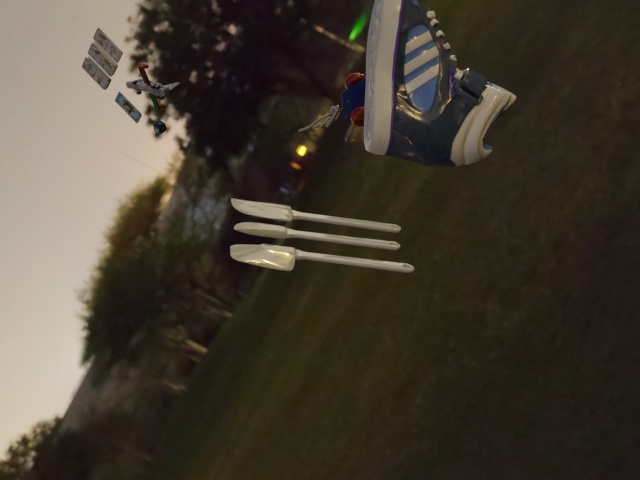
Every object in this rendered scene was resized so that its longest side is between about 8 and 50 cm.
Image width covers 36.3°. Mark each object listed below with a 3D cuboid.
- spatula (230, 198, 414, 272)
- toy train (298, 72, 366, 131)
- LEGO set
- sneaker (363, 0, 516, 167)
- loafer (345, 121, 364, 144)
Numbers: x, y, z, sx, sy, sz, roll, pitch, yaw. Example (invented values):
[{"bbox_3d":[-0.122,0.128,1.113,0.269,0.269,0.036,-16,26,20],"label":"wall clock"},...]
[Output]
[{"bbox_3d":[0.000,0.000,1.300,0.168,0.242,0.019,-102,22,-64],"label":"spatula"},{"bbox_3d":[0.098,-0.232,1.799,0.248,0.143,0.105,-29,49,27],"label":"toy train"},{"bbox_3d":[-0.420,-0.356,2.200,0.060,0.244,0.182,-46,3,-31],"label":"LEGO set"},{"bbox_3d":[0.198,-0.277,1.579,0.130,0.236,0.323,139,136,-80],"label":"sneaker"},{"bbox_3d":[0.103,-0.258,1.982,0.148,0.050,0.056,-61,-3,11],"label":"loafer"}]
